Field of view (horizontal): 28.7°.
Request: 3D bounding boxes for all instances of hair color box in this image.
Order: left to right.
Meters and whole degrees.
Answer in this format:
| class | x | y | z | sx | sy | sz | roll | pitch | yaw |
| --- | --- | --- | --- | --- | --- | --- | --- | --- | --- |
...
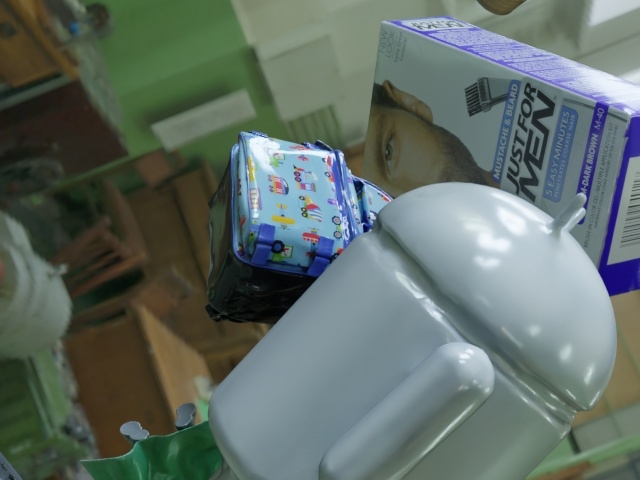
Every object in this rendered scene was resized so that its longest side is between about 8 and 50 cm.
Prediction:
| class | x | y | z | sx | sy | sz | roll | pitch | yaw |
| --- | --- | --- | --- | --- | --- | --- | --- | --- | --- |
| hair color box | 0.192 | -0.094 | 1.254 | 0.339 | 0.110 | 0.185 | 32 | -57 | 46 |

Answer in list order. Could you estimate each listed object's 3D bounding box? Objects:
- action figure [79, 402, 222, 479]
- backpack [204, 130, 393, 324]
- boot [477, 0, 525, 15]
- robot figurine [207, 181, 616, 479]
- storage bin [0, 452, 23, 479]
| class | x | y | z | sx | sy | sz | roll | pitch | yaw |
| --- | --- | --- | --- | --- | --- | --- | --- | --- | --- |
| action figure | -0.102 | 0.250 | 1.037 | 0.063 | 0.137 | 0.232 | -124 | -160 | -67 |
| backpack | 0.000 | 0.000 | 1.035 | 0.158 | 0.173 | 0.117 | -92 | -158 | -43 |
| boot | 0.185 | -0.337 | 0.963 | 0.211 | 0.104 | 0.295 | -41 | -135 | 50 |
| robot figurine | 0.063 | 0.103 | 0.878 | 0.200 | 0.353 | 0.300 | 42 | 6 | -2 |
| storage bin | -0.205 | 0.173 | 0.636 | 0.084 | 0.122 | 0.180 | -79 | 146 | -55 |
